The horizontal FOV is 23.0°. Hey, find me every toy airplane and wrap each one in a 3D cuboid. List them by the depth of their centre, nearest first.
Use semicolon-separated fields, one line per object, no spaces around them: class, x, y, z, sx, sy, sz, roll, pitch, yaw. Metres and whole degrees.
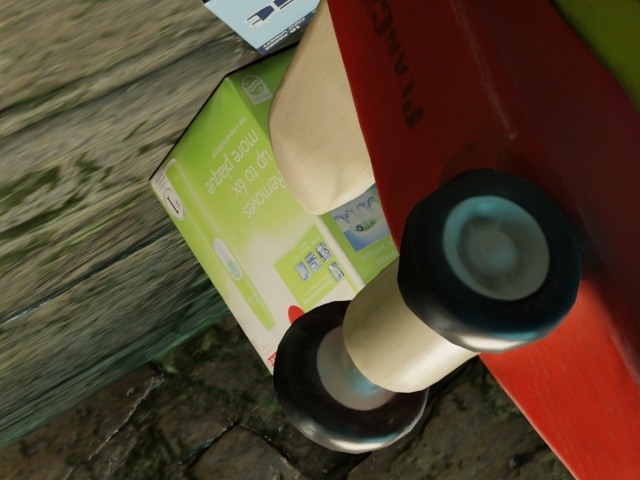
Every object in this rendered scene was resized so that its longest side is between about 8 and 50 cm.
toy airplane;0.091;-0.123;0.628;0.272;0.384;0.386;-7;-155;-24

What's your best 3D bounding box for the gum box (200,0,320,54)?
gum box;-0.003;-0.195;1.028;0.157;0.041;0.184;-35;172;6

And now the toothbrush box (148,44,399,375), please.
toothbrush box;0.000;0.000;1.363;0.122;0.283;0.206;-30;172;-33
